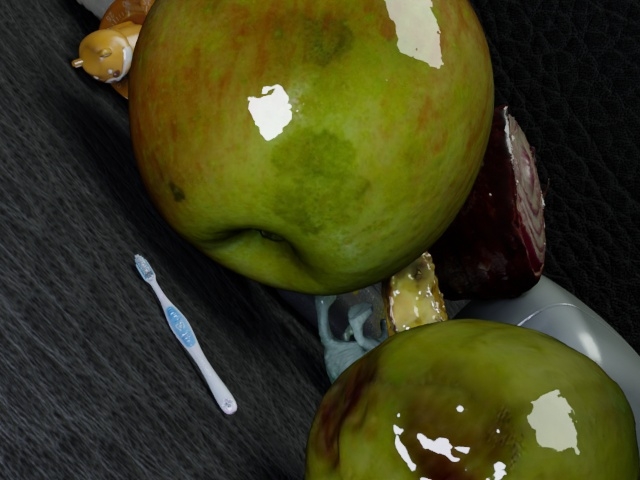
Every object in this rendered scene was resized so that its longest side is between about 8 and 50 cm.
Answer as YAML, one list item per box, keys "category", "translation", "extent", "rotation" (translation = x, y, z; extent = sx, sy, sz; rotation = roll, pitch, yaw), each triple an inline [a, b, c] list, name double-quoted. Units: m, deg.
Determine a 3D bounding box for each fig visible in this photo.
- category: "fig"
  translation: [0.128, 0.171, 1.355]
  extent: [0.271, 0.239, 0.239]
  rotation: [-14, 56, -35]

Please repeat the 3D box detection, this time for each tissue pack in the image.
- category: "tissue pack"
  translation: [0.289, 0.215, 2.154]
  extent: [0.333, 0.229, 0.236]
  rotation: [45, 7, -35]

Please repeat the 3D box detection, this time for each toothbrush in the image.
- category: "toothbrush"
  translation: [-0.103, 0.071, 1.404]
  extent: [0.162, 0.014, 0.017]
  rotation: [55, -5, 30]

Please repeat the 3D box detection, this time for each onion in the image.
- category: "onion"
  translation: [0.144, -0.027, 2.086]
  extent: [0.216, 0.206, 0.207]
  rotation: [46, 39, -60]

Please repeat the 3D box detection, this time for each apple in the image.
- category: "apple"
  translation: [-0.008, -0.112, 1.667]
  extent: [0.339, 0.339, 0.339]
  rotation: [49, 8, -9]

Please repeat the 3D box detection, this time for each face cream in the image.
- category: "face cream"
  translation: [0.030, 0.074, 1.921]
  extent: [0.283, 0.073, 0.073]
  rotation: [44, 10, -41]

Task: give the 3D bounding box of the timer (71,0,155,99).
- category: "timer"
  translation: [-0.189, -0.189, 1.843]
  extent: [0.132, 0.132, 0.152]
  rotation: [52, 30, 9]

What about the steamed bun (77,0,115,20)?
- category: "steamed bun"
  translation: [-0.084, -0.273, 2.024]
  extent: [0.383, 0.236, 0.247]
  rotation: [34, 5, 28]

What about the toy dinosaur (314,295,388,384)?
- category: "toy dinosaur"
  translation: [0.025, 0.101, 1.730]
  extent: [0.383, 0.076, 0.129]
  rotation: [-3, 73, -77]

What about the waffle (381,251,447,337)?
- category: "waffle"
  translation: [0.107, 0.147, 1.751]
  extent: [0.309, 0.065, 0.283]
  rotation: [-95, 171, -70]
